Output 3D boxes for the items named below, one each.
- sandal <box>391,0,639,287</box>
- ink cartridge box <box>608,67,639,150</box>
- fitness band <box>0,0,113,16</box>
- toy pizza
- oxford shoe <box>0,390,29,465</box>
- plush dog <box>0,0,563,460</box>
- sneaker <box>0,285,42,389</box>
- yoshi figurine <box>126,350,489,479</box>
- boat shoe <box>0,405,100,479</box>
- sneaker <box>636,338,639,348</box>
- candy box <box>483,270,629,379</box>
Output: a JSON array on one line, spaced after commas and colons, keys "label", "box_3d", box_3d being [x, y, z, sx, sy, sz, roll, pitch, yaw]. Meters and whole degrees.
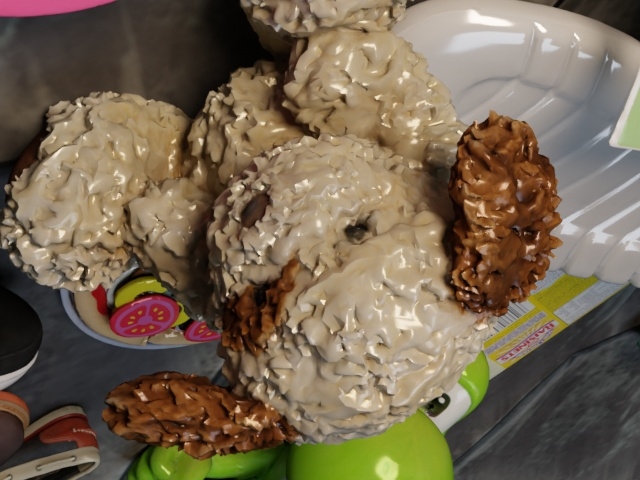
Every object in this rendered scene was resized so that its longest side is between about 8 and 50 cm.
[{"label": "sandal", "box_3d": [0.186, -0.056, 0.926, 0.416, 0.102, 0.169, 19, 129, -31]}, {"label": "ink cartridge box", "box_3d": [0.261, -0.120, 0.801, 0.235, 0.056, 0.171, 6, 113, -28]}, {"label": "fitness band", "box_3d": [-0.111, -0.198, 0.547, 0.209, 0.054, 0.291, -24, 147, -6]}, {"label": "toy pizza", "box_3d": [-0.057, 0.008, 0.896, 0.201, 0.032, 0.201, -20, 147, -14]}, {"label": "oxford shoe", "box_3d": [-0.287, 0.183, 0.902, 0.271, 0.098, 0.097, -31, 148, 3]}, {"label": "plush dog", "box_3d": [0.000, 0.000, 0.709, 0.262, 0.225, 0.210, -38, 129, 16]}, {"label": "sneaker", "box_3d": [-0.197, 0.009, 0.745, 0.121, 0.079, 0.217, -41, 144, 22]}, {"label": "yoshi figurine", "box_3d": [-0.018, 0.205, 1.059, 0.203, 0.203, 0.362, 12, 127, -38]}, {"label": "boat shoe", "box_3d": [-0.203, 0.163, 0.992, 0.137, 0.043, 0.049, -35, 149, 13]}, {"label": "sneaker", "box_3d": [0.343, 0.089, 1.274, 0.166, 0.076, 0.065, -3, 139, -35]}, {"label": "candy box", "box_3d": [0.182, 0.027, 1.110, 0.206, 0.027, 0.105, -36, 150, 13]}]
